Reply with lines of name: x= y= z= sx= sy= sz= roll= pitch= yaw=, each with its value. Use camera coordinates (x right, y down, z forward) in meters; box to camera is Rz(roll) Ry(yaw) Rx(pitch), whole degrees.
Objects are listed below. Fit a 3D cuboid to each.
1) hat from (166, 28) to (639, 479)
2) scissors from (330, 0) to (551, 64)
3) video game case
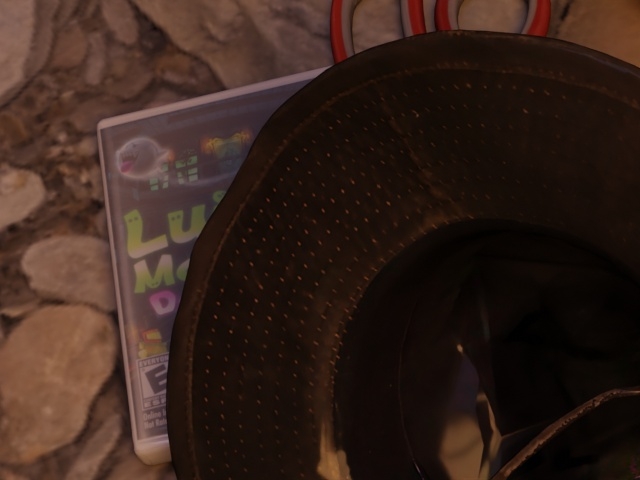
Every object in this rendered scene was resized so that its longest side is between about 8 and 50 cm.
hat: x=0.106 y=0.072 z=0.728 sx=0.331 sy=0.331 sz=0.134 roll=37 pitch=32 yaw=25
scissors: x=0.074 y=-0.016 z=0.884 sx=0.109 sy=0.021 sz=0.297 roll=-10 pitch=59 yaw=0
video game case: x=0.000 y=0.000 z=0.866 sx=0.190 sy=0.022 sz=0.173 roll=-13 pitch=61 yaw=5
